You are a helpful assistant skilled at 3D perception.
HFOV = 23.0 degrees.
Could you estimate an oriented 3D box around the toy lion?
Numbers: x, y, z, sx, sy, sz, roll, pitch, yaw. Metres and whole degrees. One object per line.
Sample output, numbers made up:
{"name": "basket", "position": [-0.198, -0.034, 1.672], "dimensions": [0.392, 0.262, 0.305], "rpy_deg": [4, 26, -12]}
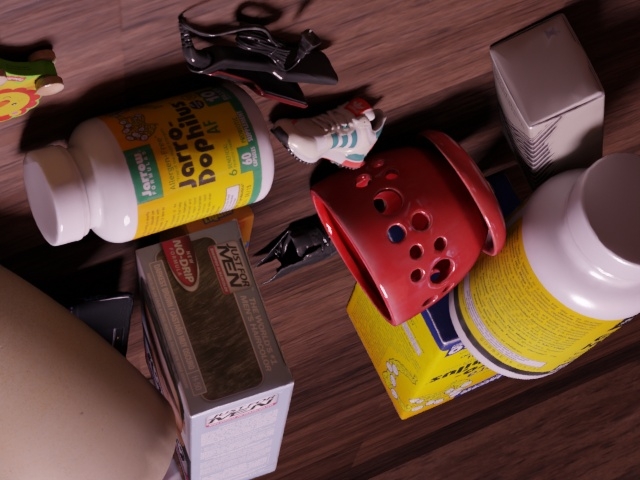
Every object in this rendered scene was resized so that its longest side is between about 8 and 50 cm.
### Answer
{"name": "toy lion", "position": [-0.264, -0.121, 1.274], "dimensions": [0.096, 0.034, 0.100], "rpy_deg": [-28, 164, 32]}

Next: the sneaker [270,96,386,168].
{"name": "sneaker", "position": [0.012, -0.121, 1.637], "dimensions": [0.075, 0.057, 0.161], "rpy_deg": [-52, 153, 19]}

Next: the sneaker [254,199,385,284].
{"name": "sneaker", "position": [-0.001, -0.002, 1.939], "dimensions": [0.089, 0.051, 0.170], "rpy_deg": [-13, 162, -48]}

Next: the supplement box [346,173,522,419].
{"name": "supplement box", "position": [0.183, 0.088, 2.216], "dimensions": [0.194, 0.195, 0.356], "rpy_deg": [-22, 162, -15]}

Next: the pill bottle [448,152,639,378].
{"name": "pill bottle", "position": [0.297, 0.030, 1.867], "dimensions": [0.188, 0.188, 0.334], "rpy_deg": [-18, 165, -25]}

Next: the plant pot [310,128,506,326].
{"name": "plant pot", "position": [0.105, -0.023, 1.819], "dimensions": [0.174, 0.191, 0.191], "rpy_deg": [-33, 163, -7]}

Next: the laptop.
{"name": "laptop", "position": [-0.342, 0.173, 1.806], "dimensions": [0.264, 0.136, 0.234], "rpy_deg": [-6, 159, -12]}

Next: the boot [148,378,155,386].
{"name": "boot", "position": [-0.252, 0.270, 2.241], "dimensions": [0.258, 0.123, 0.095], "rpy_deg": [-9, 156, -43]}

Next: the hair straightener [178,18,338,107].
{"name": "hair straightener", "position": [-0.048, -0.174, 1.416], "dimensions": [0.089, 0.047, 0.230], "rpy_deg": [-34, 156, 23]}

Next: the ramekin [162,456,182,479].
{"name": "ramekin", "position": [-0.291, 0.317, 1.830], "dimensions": [0.277, 0.277, 0.135], "rpy_deg": [-33, 176, 20]}

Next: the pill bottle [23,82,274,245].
{"name": "pill bottle", "position": [-0.158, -0.065, 1.431], "dimensions": [0.208, 0.117, 0.117], "rpy_deg": [-17, 160, -24]}

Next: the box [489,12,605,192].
{"name": "box", "position": [0.263, -0.147, 1.803], "dimensions": [0.094, 0.113, 0.275], "rpy_deg": [-25, 161, 3]}

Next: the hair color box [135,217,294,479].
{"name": "hair color box", "position": [-0.118, 0.140, 1.708], "dimensions": [0.113, 0.185, 0.374], "rpy_deg": [-17, 161, -11]}

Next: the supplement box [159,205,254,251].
{"name": "supplement box", "position": [-0.128, -0.002, 1.720], "dimensions": [0.078, 0.080, 0.233], "rpy_deg": [-22, 161, -14]}

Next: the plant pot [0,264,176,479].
{"name": "plant pot", "position": [-0.320, 0.147, 1.559], "dimensions": [0.256, 0.256, 0.274], "rpy_deg": [-28, 125, 5]}
